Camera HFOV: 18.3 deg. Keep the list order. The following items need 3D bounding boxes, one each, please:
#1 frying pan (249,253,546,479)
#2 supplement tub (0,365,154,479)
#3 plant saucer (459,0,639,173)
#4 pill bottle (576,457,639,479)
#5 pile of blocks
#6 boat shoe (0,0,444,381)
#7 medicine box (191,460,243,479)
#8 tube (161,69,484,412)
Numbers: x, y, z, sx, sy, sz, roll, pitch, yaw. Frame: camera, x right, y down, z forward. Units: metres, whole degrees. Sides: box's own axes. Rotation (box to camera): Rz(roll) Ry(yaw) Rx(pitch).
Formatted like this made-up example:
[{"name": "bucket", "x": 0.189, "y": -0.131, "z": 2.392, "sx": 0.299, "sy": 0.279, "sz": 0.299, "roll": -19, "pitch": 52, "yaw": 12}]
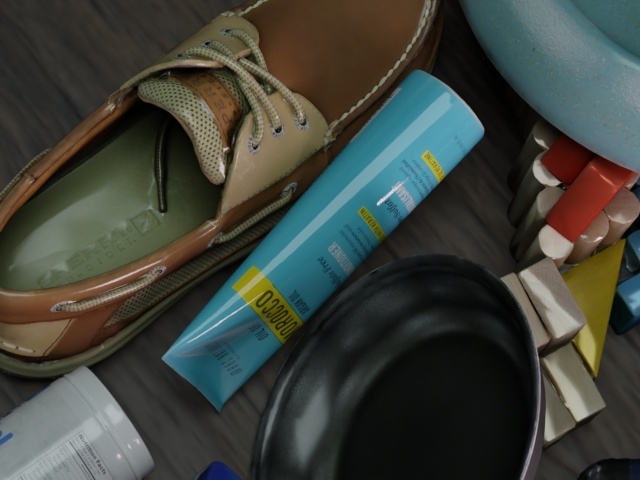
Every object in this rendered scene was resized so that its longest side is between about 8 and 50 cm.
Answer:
[{"name": "frying pan", "x": 0.039, "y": 0.159, "z": 0.981, "sx": 0.053, "sy": 0.197, "sz": 0.326, "roll": 27, "pitch": 53, "yaw": -39}, {"name": "supplement tub", "x": -0.148, "y": 0.122, "z": 1.029, "sx": 0.107, "sy": 0.071, "sz": 0.071, "roll": -35, "pitch": 79, "yaw": -15}, {"name": "plant saucer", "x": 0.226, "y": -0.174, "z": 1.059, "sx": 0.317, "sy": 0.044, "sz": 0.317, "roll": 0, "pitch": 64, "yaw": -1}, {"name": "pill bottle", "x": 0.192, "y": 0.172, "z": 1.008, "sx": 0.219, "sy": 0.123, "sz": 0.123, "roll": 0, "pitch": 73, "yaw": 9}, {"name": "pile of blocks", "x": 0.170, "y": -0.064, "z": 1.092, "sx": 0.149, "sy": 0.112, "sz": 0.362, "roll": 10, "pitch": 73, "yaw": -2}, {"name": "boat shoe", "x": -0.058, "y": -0.048, "z": 1.062, "sx": 0.324, "sy": 0.120, "sz": 0.122, "roll": -43, "pitch": 82, "yaw": -15}, {"name": "medicine box", "x": -0.025, "y": 0.293, "z": 0.865, "sx": 0.289, "sy": 0.149, "sz": 0.263, "roll": 39, "pitch": 93, "yaw": -3}, {"name": "tube", "x": 0.000, "y": 0.000, "z": 1.056, "sx": 0.207, "sy": 0.080, "sz": 0.052, "roll": -47, "pitch": 54, "yaw": -6}]
